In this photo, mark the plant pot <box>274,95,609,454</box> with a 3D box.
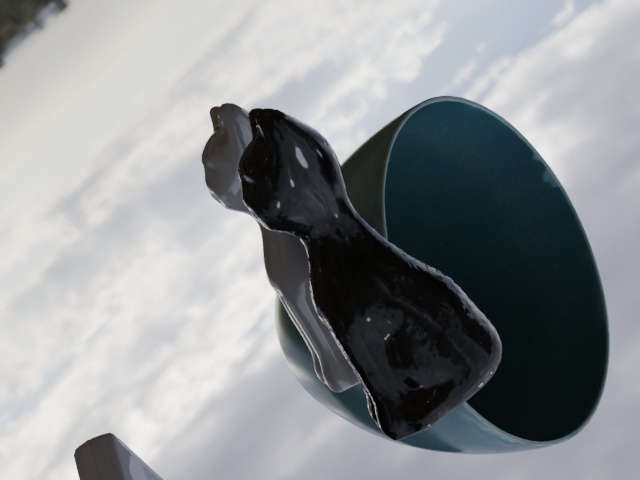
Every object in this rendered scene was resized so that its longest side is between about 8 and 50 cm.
[{"bbox_3d":[0.077,0.052,1.236,0.195,0.290,0.290,-25,-157,38],"label":"plant pot"}]

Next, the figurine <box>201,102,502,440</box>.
[{"bbox_3d":[0.000,0.000,0.942,0.092,0.209,0.215,-36,-166,-9],"label":"figurine"}]

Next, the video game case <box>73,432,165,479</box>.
[{"bbox_3d":[-0.049,0.321,1.020,0.036,0.329,0.300,-27,-128,5],"label":"video game case"}]
